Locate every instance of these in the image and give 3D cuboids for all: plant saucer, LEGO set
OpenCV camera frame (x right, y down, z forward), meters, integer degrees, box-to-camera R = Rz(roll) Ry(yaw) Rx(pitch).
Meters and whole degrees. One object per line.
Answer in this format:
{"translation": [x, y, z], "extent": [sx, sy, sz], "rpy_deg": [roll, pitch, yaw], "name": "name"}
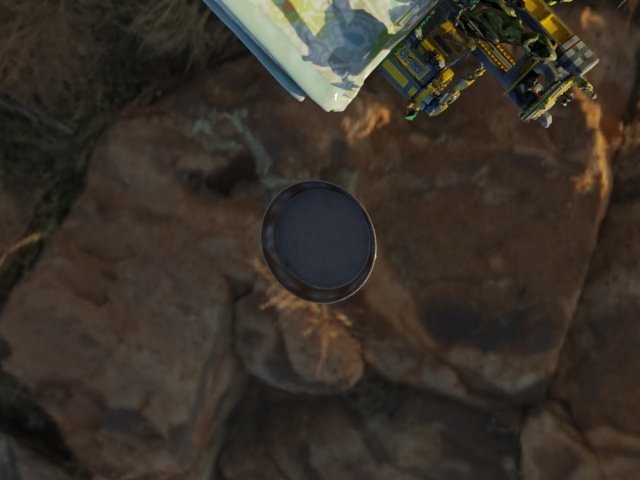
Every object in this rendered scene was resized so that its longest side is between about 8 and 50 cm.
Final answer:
{"translation": [0.000, 0.000, 1.657], "extent": [0.168, 0.029, 0.168], "rpy_deg": [5, 102, 21], "name": "plant saucer"}
{"translation": [0.245, -0.233, 1.380], "extent": [0.192, 0.255, 0.331], "rpy_deg": [48, 126, 4], "name": "LEGO set"}

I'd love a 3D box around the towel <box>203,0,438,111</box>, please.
{"translation": [0.003, -0.360, 1.374], "extent": [0.320, 0.090, 0.374], "rpy_deg": [-48, 130, -2], "name": "towel"}
